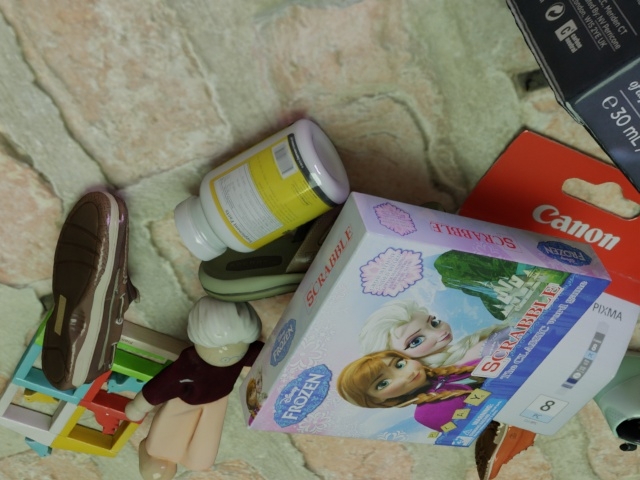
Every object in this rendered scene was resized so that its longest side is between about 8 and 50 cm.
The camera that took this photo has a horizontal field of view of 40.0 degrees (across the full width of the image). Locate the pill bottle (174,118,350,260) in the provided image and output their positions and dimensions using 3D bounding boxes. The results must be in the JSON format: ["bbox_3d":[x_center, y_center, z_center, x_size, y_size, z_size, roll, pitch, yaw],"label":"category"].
[{"bbox_3d":[-0.068,-0.050,0.975,0.184,0.103,0.103,-27,127,19],"label":"pill bottle"}]

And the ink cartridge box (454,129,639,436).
[{"bbox_3d":[0.276,0.077,1.115,0.308,0.091,0.385,20,127,-19],"label":"ink cartridge box"}]

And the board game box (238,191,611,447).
[{"bbox_3d":[0.111,0.110,1.002,0.317,0.066,0.319,10,129,-25],"label":"board game box"}]

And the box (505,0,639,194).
[{"bbox_3d":[0.415,-0.213,0.776,0.395,0.212,0.293,-35,132,23],"label":"box"}]

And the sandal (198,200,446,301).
[{"bbox_3d":[-0.001,0.001,1.020,0.302,0.120,0.086,-11,115,5],"label":"sandal"}]

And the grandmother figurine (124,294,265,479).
[{"bbox_3d":[-0.148,0.188,1.148,0.207,0.104,0.342,-27,153,-38],"label":"grandmother figurine"}]

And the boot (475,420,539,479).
[{"bbox_3d":[0.286,0.313,1.338,0.084,0.059,0.158,3,129,-13],"label":"boot"}]

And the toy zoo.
[{"bbox_3d":[-0.332,0.212,1.225,0.192,0.030,0.293,23,125,-22],"label":"toy zoo"}]

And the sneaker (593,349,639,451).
[{"bbox_3d":[0.499,0.227,1.216,0.255,0.151,0.094,0,129,-6],"label":"sneaker"}]

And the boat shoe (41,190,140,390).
[{"bbox_3d":[-0.267,0.057,1.065,0.095,0.095,0.258,-6,124,-48],"label":"boat shoe"}]
